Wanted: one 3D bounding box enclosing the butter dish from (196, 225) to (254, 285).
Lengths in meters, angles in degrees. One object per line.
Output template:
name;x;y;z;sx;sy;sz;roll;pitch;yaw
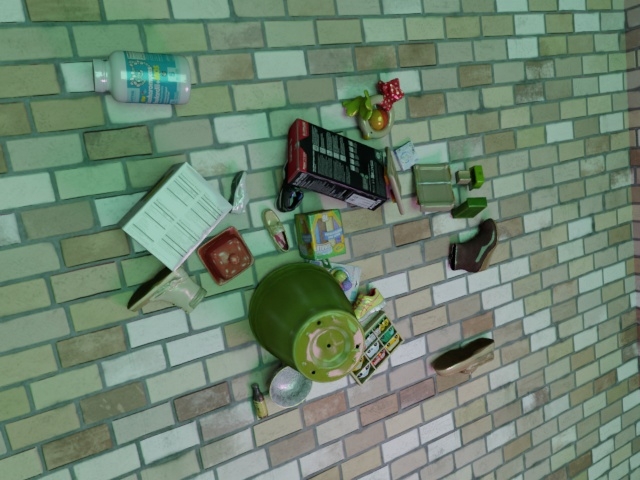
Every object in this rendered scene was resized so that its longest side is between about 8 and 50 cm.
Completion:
butter dish;-0.301;0.058;1.636;0.160;0.118;0.160;-36;110;-20

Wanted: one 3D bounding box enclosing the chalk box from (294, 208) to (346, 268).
chalk box;0.000;0.000;1.771;0.132;0.132;0.213;-12;97;-26

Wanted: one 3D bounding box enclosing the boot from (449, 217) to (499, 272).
boot;0.668;0.019;2.135;0.206;0.090;0.249;4;97;-29

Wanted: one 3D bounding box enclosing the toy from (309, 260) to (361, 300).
toy;0.059;0.157;1.862;0.237;0.056;0.137;10;91;-27

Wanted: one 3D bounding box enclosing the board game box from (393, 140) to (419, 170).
board game box;0.347;-0.341;1.977;0.090;0.020;0.090;-33;108;-20

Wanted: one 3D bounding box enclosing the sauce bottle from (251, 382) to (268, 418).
sauce bottle;-0.222;0.579;1.773;0.042;0.042;0.128;-19;101;-24

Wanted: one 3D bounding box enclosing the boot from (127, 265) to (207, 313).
boot;-0.490;0.187;1.575;0.213;0.077;0.165;-39;125;-1

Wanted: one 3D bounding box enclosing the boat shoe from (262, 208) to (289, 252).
boat shoe;-0.151;-0.034;1.735;0.063;0.059;0.170;-31;108;-21

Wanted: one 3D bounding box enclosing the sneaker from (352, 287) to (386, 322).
sneaker;0.159;0.254;1.917;0.208;0.081;0.094;-28;101;-29

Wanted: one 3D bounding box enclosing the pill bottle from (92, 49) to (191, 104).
pill bottle;-0.528;-0.480;1.452;0.264;0.146;0.146;-6;98;-26

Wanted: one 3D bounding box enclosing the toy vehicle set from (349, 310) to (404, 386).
toy vehicle set;0.205;0.433;1.975;0.267;0.035;0.166;-43;112;-17

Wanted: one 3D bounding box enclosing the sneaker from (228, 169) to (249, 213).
sneaker;-0.272;-0.162;1.670;0.061;0.053;0.152;10;97;-36

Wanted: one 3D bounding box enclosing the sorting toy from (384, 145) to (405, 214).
sorting toy;0.272;-0.225;1.847;0.038;0.208;0.193;-14;129;14

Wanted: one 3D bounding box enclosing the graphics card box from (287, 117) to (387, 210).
graphics card box;0.061;-0.265;1.746;0.370;0.094;0.233;14;57;-27

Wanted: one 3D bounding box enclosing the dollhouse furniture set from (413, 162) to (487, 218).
dollhouse furniture set;0.518;-0.205;2.054;0.301;0.151;0.198;-2;75;-10

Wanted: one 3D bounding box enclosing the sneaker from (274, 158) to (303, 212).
sneaker;-0.086;-0.198;1.716;0.079;0.121;0.217;16;88;-28

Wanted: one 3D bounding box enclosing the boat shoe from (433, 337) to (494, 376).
boat shoe;0.646;0.537;2.160;0.341;0.121;0.110;-16;101;-26

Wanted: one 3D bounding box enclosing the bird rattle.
bird rattle;0.211;-0.494;1.863;0.253;0.143;0.207;-29;119;-35

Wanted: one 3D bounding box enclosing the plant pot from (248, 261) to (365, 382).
plant pot;-0.025;0.293;1.638;0.366;0.353;0.367;-4;103;-19

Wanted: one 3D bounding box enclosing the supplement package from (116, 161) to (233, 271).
supplement package;-0.448;-0.077;1.501;0.198;0.199;0.263;45;76;-23

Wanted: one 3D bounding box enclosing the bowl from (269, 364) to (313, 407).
bowl;-0.120;0.513;1.789;0.170;0.080;0.170;-8;108;-26
